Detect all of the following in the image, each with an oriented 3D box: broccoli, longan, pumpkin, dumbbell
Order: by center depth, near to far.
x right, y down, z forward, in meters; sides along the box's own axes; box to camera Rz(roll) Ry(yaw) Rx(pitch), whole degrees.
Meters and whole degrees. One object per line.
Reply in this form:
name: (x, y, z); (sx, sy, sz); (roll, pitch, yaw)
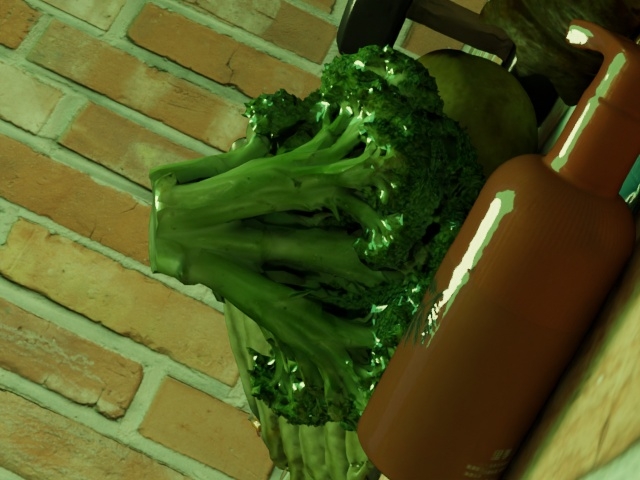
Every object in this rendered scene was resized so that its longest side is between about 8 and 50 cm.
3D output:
pumpkin: (0.192, -0.227, 0.782); (0.254, 0.130, 0.149); (-64, -1, 14)
broccoli: (0.000, 0.000, 0.869); (0.308, 0.275, 0.308); (-175, 90, -75)
longan: (0.118, -0.086, 1.008); (0.155, 0.145, 0.176); (-117, 29, -67)
dumbbell: (0.140, -0.214, 1.098); (0.152, 0.218, 0.152); (24, -90, -88)

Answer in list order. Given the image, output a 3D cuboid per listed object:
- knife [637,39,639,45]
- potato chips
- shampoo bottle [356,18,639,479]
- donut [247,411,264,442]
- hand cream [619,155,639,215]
knife: (0.216, -0.146, 0.685); (0.247, 0.018, 0.035); (-62, -4, 2)
potato chips: (-0.024, 0.071, 1.167); (0.358, 0.070, 0.429); (14, 111, 61)
shampoo bottle: (0.100, 0.017, 0.551); (0.085, 0.085, 0.244); (-63, -3, -70)
donut: (0.031, 0.118, 1.497); (0.382, 0.142, 0.383); (25, -90, -89)
hand cream: (0.119, 0.037, 0.631); (0.224, 0.048, 0.083); (-59, 3, 25)
